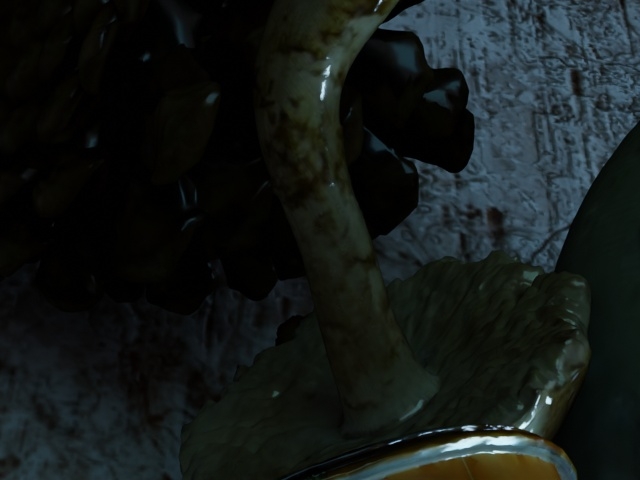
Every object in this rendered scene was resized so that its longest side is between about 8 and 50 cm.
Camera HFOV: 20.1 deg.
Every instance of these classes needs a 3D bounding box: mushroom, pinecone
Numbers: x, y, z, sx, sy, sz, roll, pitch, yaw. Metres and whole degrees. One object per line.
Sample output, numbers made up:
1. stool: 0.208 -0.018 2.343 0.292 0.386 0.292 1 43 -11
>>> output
1. mushroom: 0.008 0.011 0.918 0.233 0.208 0.302 -20 79 7
2. pinecone: -0.072 -0.118 1.099 0.384 0.384 0.384 12 39 -10

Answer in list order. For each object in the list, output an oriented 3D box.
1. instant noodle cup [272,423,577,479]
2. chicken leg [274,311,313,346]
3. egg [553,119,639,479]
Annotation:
1. instant noodle cup: 0.033 0.246 0.760 0.296 0.296 0.214 -9 55 -31
2. chicken leg: -0.018 0.126 1.031 0.107 0.087 0.251 16 40 29
3. egg: 0.291 0.077 0.999 0.345 0.345 0.428 21 65 1
